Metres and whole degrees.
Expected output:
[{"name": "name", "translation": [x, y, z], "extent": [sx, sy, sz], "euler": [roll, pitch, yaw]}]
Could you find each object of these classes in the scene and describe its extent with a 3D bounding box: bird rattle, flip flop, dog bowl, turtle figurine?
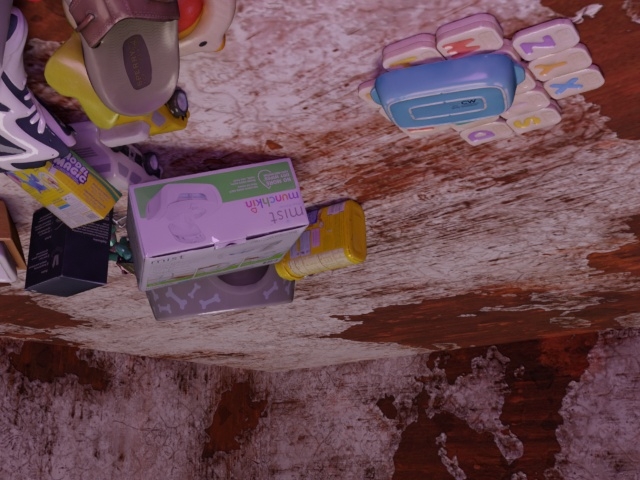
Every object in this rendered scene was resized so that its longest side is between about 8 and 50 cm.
[{"name": "bird rattle", "translation": [-0.185, -0.240, 0.693], "extent": [0.207, 0.143, 0.253], "euler": [-8, 151, -11]}, {"name": "flip flop", "translation": [-0.161, -0.186, 0.587], "extent": [0.112, 0.080, 0.277], "euler": [-23, 153, -15]}, {"name": "dog bowl", "translation": [-0.217, 0.109, 1.611], "extent": [0.349, 0.102, 0.349], "euler": [-8, 177, 0]}, {"name": "turtle figurine", "translation": [-0.369, 0.015, 1.449], "extent": [0.175, 0.118, 0.234], "euler": [22, 161, -38]}]

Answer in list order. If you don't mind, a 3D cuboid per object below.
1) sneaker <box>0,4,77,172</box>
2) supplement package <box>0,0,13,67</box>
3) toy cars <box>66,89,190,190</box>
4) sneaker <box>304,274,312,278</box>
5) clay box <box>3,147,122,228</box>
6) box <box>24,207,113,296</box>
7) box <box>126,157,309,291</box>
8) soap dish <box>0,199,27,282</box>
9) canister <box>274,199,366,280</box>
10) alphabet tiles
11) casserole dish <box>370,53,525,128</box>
[{"name": "sneaker", "translation": [-0.348, -0.164, 0.853], "extent": [0.153, 0.094, 0.235], "euler": [0, 132, -46]}, {"name": "supplement package", "translation": [-0.346, -0.244, 0.631], "extent": [0.105, 0.105, 0.179], "euler": [2, 162, -8]}, {"name": "toy cars", "translation": [-0.283, -0.135, 1.004], "extent": [0.177, 0.087, 0.394], "euler": [7, 161, -20]}, {"name": "sneaker", "translation": [-0.016, 0.037, 1.590], "extent": [0.071, 0.068, 0.170], "euler": [-13, 164, 4]}, {"name": "clay box", "translation": [-0.395, -0.111, 1.004], "extent": [0.222, 0.053, 0.127], "euler": [46, 149, -25]}, {"name": "box", "translation": [-0.473, 0.014, 1.360], "extent": [0.156, 0.158, 0.093], "euler": [-16, 157, 43]}, {"name": "box", "translation": [-0.179, -0.019, 1.199], "extent": [0.262, 0.126, 0.231], "euler": [-12, 166, -18]}, {"name": "soap dish", "translation": [-0.718, -0.006, 1.368], "extent": [0.291, 0.118, 0.229], "euler": [4, 162, -13]}, {"name": "canister", "translation": [0.000, 0.000, 1.369], "extent": [0.170, 0.126, 0.073], "euler": [-14, 157, 34]}, {"name": "alphabet tiles", "translation": [0.203, -0.193, 0.926], "extent": [0.278, 0.021, 0.284], "euler": [-11, 160, 32]}, {"name": "casserole dish", "translation": [0.154, -0.176, 0.884], "extent": [0.188, 0.037, 0.114], "euler": [-7, 162, 17]}]
